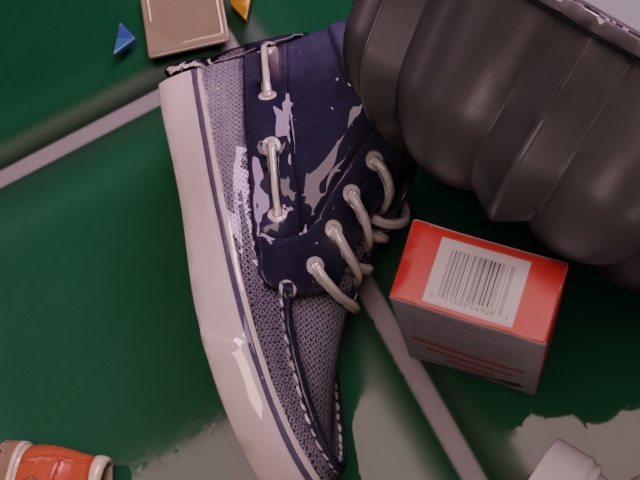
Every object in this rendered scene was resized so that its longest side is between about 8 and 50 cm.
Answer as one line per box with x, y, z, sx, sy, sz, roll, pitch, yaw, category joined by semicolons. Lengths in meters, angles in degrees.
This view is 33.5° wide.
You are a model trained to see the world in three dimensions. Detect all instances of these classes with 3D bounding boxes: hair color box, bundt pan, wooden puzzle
0.100;0.047;0.666;0.093;0.167;0.053;16;74;13;hair color box
0.153;-0.077;0.647;0.331;0.331;0.124;35;110;18;bundt pan
-0.109;-0.181;0.863;0.116;0.014;0.078;-6;65;6;wooden puzzle

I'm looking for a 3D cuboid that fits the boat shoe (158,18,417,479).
0.000;0.000;0.717;0.158;0.127;0.340;-19;68;9;boat shoe

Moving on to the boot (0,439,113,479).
-0.182;0.213;0.705;0.084;0.059;0.158;3;69;4;boot

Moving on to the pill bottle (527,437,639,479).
0.209;0.213;0.614;0.221;0.124;0.124;31;77;18;pill bottle
